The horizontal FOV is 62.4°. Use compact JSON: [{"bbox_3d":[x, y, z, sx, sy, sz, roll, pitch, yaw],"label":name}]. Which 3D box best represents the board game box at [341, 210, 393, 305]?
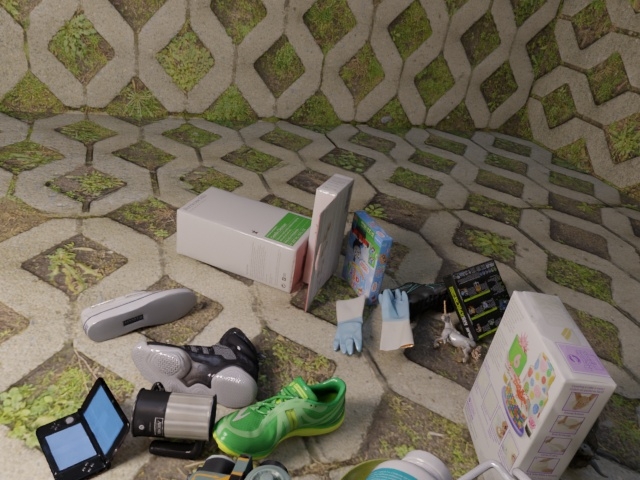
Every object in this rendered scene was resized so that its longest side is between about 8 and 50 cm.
[{"bbox_3d":[0.124,0.048,1.457,0.039,0.212,0.160,-6,33,-25],"label":"board game box"}]

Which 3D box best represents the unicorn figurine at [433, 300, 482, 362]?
[{"bbox_3d":[0.340,0.247,1.345,0.162,0.060,0.111,42,39,19],"label":"unicorn figurine"}]

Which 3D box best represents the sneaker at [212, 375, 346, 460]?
[{"bbox_3d":[-0.070,0.315,0.991,0.295,0.124,0.109,-4,27,-41],"label":"sneaker"}]

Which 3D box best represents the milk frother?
[{"bbox_3d":[-0.258,0.309,0.968,0.134,0.129,0.143,6,35,-3],"label":"milk frother"}]

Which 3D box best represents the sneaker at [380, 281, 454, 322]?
[{"bbox_3d":[0.288,0.146,1.453,0.267,0.101,0.106,-8,32,-30],"label":"sneaker"}]

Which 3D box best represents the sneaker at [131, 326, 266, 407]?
[{"bbox_3d":[-0.247,0.248,1.113,0.268,0.101,0.153,18,29,2],"label":"sneaker"}]

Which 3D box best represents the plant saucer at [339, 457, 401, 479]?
[{"bbox_3d":[0.129,0.479,0.882,0.240,0.037,0.241,8,30,-5],"label":"plant saucer"}]

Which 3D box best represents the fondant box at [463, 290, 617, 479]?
[{"bbox_3d":[0.383,0.297,0.982,0.096,0.331,0.238,7,30,-5],"label":"fondant box"}]

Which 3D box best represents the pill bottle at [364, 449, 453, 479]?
[{"bbox_3d":[0.102,0.428,0.774,0.146,0.146,0.264,26,34,26],"label":"pill bottle"}]

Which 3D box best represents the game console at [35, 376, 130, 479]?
[{"bbox_3d":[-0.417,0.330,0.922,0.124,0.085,0.144,-15,37,-38],"label":"game console"}]

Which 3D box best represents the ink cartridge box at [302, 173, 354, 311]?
[{"bbox_3d":[0.000,0.000,1.416,0.066,0.297,0.261,18,30,15],"label":"ink cartridge box"}]

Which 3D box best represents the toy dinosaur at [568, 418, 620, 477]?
[{"bbox_3d":[0.536,0.377,1.142,0.160,0.121,0.313,34,31,16],"label":"toy dinosaur"}]

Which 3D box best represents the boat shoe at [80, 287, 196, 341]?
[{"bbox_3d":[-0.421,0.150,1.228,0.258,0.095,0.084,-12,40,-35],"label":"boat shoe"}]

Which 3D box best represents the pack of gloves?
[{"bbox_3d":[0.123,0.186,1.310,0.194,0.046,0.232,-12,28,11],"label":"pack of gloves"}]

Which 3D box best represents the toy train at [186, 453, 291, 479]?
[{"bbox_3d":[-0.154,0.450,0.755,0.190,0.142,0.334,5,28,11],"label":"toy train"}]

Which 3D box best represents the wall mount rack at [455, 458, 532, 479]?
[{"bbox_3d":[0.321,0.486,0.729,0.130,0.350,0.304,-34,36,-2],"label":"wall mount rack"}]

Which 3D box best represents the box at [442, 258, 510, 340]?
[{"bbox_3d":[0.435,0.158,1.427,0.190,0.045,0.184,-14,81,-36],"label":"box"}]

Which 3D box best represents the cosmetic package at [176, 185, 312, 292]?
[{"bbox_3d":[-0.207,-0.008,1.515,0.365,0.155,0.197,18,33,12],"label":"cosmetic package"}]
